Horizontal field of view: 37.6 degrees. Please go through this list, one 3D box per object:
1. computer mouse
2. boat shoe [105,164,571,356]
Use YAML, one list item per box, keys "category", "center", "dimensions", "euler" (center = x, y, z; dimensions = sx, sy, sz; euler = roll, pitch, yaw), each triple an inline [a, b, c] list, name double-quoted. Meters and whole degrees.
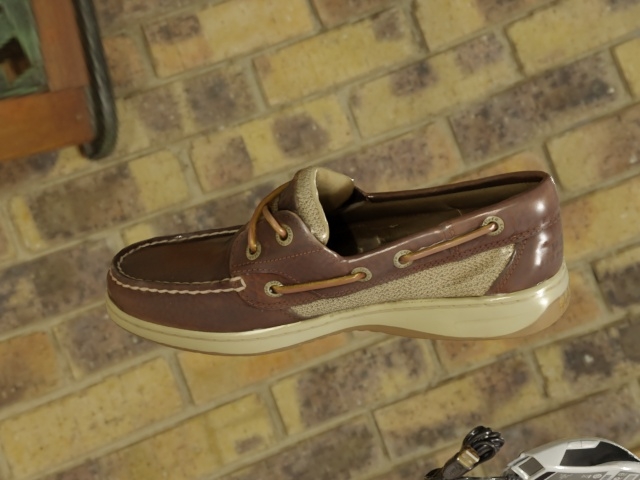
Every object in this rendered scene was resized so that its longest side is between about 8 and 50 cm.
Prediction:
- category: "computer mouse"
  center: [0.191, 0.193, 0.811]
  dimensions: [0.193, 0.042, 0.106]
  euler: [6, 138, -15]
- category: "boat shoe"
  center: [0.000, 0.000, 0.669]
  dimensions: [0.342, 0.123, 0.123]
  euler: [-1, -148, 17]
